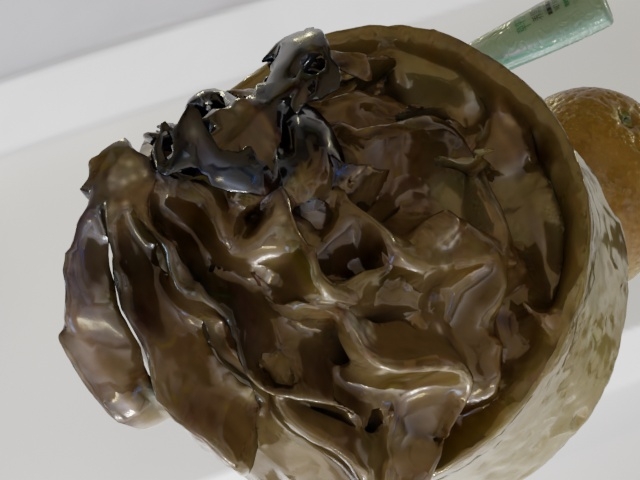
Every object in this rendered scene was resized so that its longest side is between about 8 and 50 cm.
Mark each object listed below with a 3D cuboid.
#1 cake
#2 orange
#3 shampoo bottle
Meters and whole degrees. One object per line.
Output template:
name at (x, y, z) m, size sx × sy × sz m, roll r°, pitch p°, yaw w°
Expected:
cake at (0.007, 0.002, 0.853) m, size 0.332 × 0.321 × 0.332 m, roll -8°, pitch -108°, yaw 25°
orange at (0.290, -0.053, 1.520) m, size 0.236 × 0.236 × 0.236 m, roll -5°, pitch -132°, yaw 5°
shampoo bottle at (0.183, -0.187, 1.295) m, size 0.190 × 0.041 × 0.069 m, roll -25°, pitch -139°, yaw 18°
